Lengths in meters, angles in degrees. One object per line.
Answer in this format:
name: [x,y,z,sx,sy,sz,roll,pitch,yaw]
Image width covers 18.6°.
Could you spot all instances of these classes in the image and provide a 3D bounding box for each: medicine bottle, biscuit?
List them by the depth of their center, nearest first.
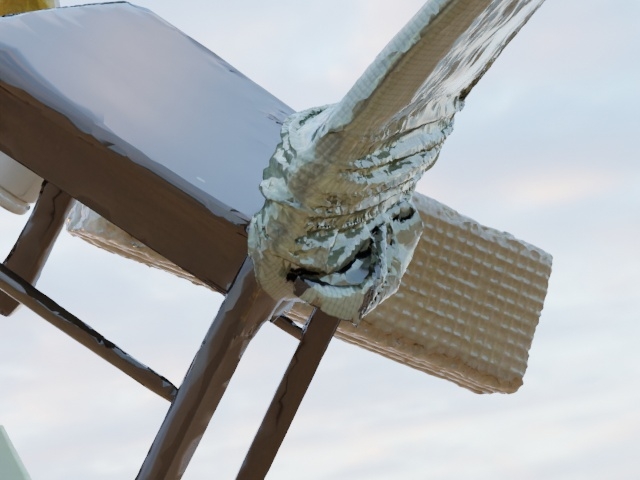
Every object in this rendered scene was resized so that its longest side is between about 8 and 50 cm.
medicine bottle: [-0.183,-0.065,1.245,0.089,0.057,0.057,-48,-24,9]
biscuit: [0.000,0.000,1.603,0.426,0.144,0.078,21,-13,-27]

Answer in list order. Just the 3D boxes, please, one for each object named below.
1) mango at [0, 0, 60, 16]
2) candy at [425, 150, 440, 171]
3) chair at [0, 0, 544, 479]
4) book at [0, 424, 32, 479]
mango: [-0.261,-0.212,1.655,0.075,0.190,0.098,-5,7,-40]
candy: [0.052,-0.098,1.750,0.061,0.061,0.202,-16,-13,22]
chair: [-0.034,-0.045,0.748,0.319,0.186,0.160,-60,-14,20]
book: [-0.245,0.157,1.267,0.111,0.077,0.014,-9,-48,-27]
